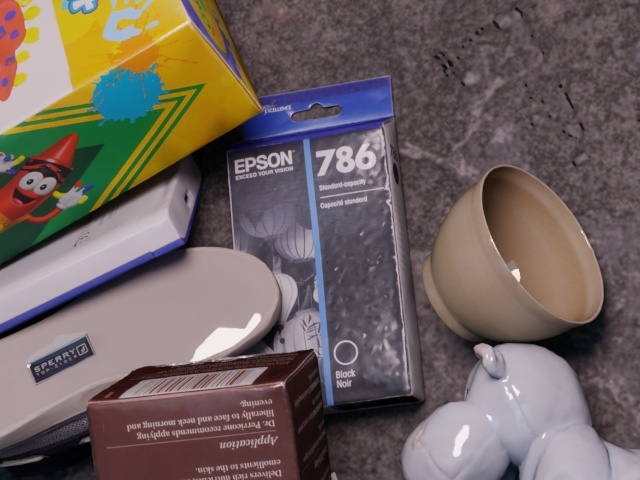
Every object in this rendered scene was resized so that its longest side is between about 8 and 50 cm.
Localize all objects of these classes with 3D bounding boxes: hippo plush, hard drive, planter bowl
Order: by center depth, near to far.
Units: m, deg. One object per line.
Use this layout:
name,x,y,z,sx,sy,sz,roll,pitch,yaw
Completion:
hippo plush,0.193,0.193,1.304,0.294,0.234,0.236,-42,72,4
planter bowl,0.163,0.027,1.403,0.109,0.162,0.162,-36,69,35
hard drive,-0.269,0.024,1.493,0.319,0.210,0.040,-25,107,9

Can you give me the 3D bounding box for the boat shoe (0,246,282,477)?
boat shoe,-0.189,0.120,1.476,0.341,0.158,0.127,-21,67,1

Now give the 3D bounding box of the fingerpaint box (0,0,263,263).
fingerpaint box,-0.305,-0.223,1.513,0.371,0.163,0.444,-30,54,8

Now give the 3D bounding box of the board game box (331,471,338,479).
board game box,-0.099,0.349,1.392,0.305,0.053,0.193,-20,55,0

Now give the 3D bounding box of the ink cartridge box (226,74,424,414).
ink cartridge box,0.000,0.000,1.491,0.165,0.065,0.332,-10,75,14

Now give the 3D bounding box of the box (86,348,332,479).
box,-0.083,0.208,1.295,0.169,0.167,0.203,-6,94,8
